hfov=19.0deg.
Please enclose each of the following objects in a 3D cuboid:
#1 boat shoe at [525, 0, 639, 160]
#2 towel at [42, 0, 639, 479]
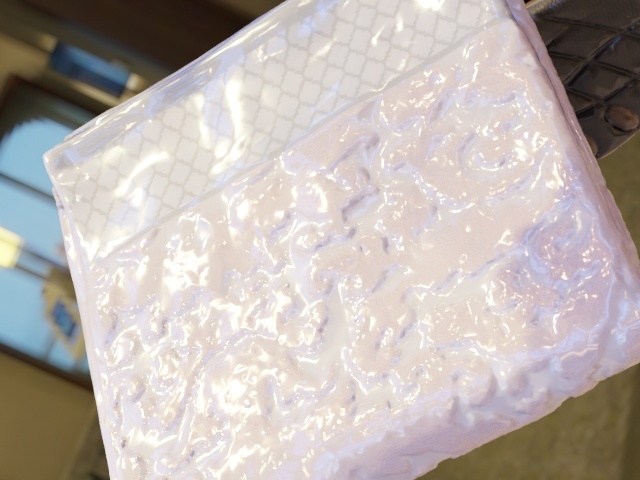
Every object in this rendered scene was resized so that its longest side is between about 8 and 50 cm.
[{"bbox_3d":[0.116,-0.096,1.327,0.324,0.122,0.120,-36,26,23],"label":"boat shoe"},{"bbox_3d":[0.000,0.000,1.102,0.332,0.053,0.317,-30,58,18],"label":"towel"}]
